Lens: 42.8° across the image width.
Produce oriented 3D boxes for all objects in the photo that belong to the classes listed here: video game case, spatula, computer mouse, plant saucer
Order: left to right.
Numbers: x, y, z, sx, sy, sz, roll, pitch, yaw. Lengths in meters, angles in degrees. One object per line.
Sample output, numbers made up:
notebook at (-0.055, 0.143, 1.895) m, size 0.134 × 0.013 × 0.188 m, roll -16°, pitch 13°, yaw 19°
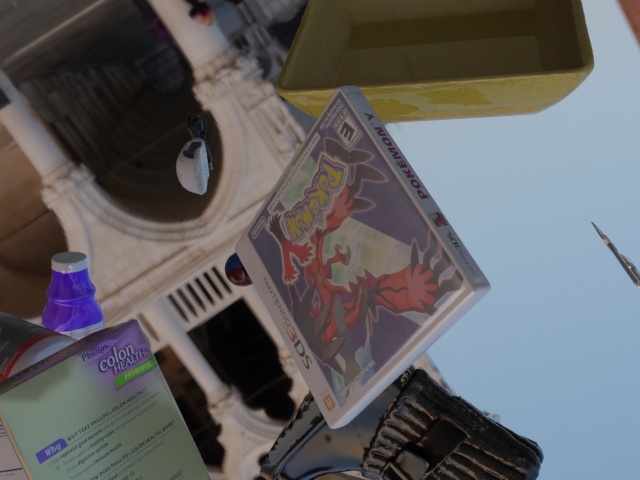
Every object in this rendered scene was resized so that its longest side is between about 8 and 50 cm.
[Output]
computer mouse at (-0.197, -0.124, 1.262) m, size 0.042 × 0.106 × 0.193 m, roll -5°, pitch -160°, yaw -1°
video game case at (0.017, 0.018, 0.619) m, size 0.023 × 0.183 × 0.201 m, roll -10°, pitch 150°, yaw -40°
plant saucer at (0.141, -0.237, 0.983) m, size 0.332 × 0.081 × 0.333 m, roll -1°, pitch -141°, yaw 13°
spatula at (0.472, 0.065, 1.182) m, size 0.019 × 0.168 × 0.242 m, roll -39°, pitch -169°, yaw 16°

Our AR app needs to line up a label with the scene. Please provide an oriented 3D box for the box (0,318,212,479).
box at (-0.281, 0.254, 0.989) m, size 0.117 × 0.243 × 0.213 m, roll -18°, pitch -172°, yaw 39°

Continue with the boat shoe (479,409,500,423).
boat shoe at (0.209, 0.308, 1.247) m, size 0.096 × 0.117 × 0.324 m, roll 15°, pitch 174°, yaw 19°

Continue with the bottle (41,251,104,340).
bottle at (-0.488, 0.164, 1.611) m, size 0.118 × 0.283 × 0.092 m, roll -14°, pitch -155°, yaw -39°

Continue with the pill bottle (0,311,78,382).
pill bottle at (-0.502, 0.193, 1.260) m, size 0.283 × 0.161 × 0.161 m, roll 12°, pitch -139°, yaw 31°

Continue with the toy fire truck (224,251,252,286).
toy fire truck at (0.000, 0.000, 1.164) m, size 0.253 × 0.169 × 0.302 m, roll -23°, pitch -176°, yaw 17°

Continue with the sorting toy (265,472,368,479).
sorting toy at (0.020, 0.540, 1.534) m, size 0.257 × 0.256 × 0.089 m, roll 13°, pitch -169°, yaw 23°

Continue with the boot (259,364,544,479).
boot at (0.083, 0.278, 1.010) m, size 0.131 × 0.260 × 0.348 m, roll -50°, pitch 176°, yaw -40°
